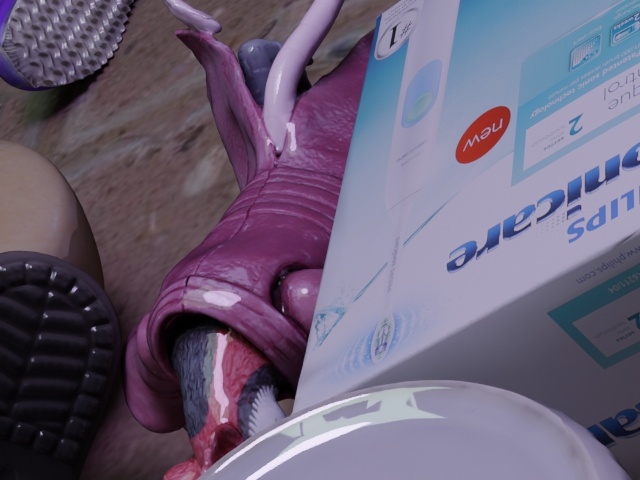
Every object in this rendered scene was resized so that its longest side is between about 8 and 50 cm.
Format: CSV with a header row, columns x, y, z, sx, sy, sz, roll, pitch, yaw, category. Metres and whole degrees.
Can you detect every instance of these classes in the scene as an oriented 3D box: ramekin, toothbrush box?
x,y,z,sx,sy,sz,roll,pitch,yaw,category
0.028,0.141,0.564,0.207,0.109,0.207,-17,33,12,ramekin
0.123,-0.032,0.758,0.216,0.126,0.295,-31,30,34,toothbrush box

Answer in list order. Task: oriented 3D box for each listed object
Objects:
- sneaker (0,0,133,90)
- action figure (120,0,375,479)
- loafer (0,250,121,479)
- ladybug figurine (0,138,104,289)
x,y,z,sx,sy,sz,roll,pitch,yaw,category
-0.259,-0.219,1.601,0.146,0.102,0.293,-21,30,31,sneaker
0.000,0.000,0.907,0.248,0.275,0.370,-11,26,26,action figure
-0.216,0.180,0.953,0.366,0.134,0.130,-63,15,-5,loafer
-0.317,0.074,1.199,0.449,0.162,0.305,-4,45,41,ladybug figurine
